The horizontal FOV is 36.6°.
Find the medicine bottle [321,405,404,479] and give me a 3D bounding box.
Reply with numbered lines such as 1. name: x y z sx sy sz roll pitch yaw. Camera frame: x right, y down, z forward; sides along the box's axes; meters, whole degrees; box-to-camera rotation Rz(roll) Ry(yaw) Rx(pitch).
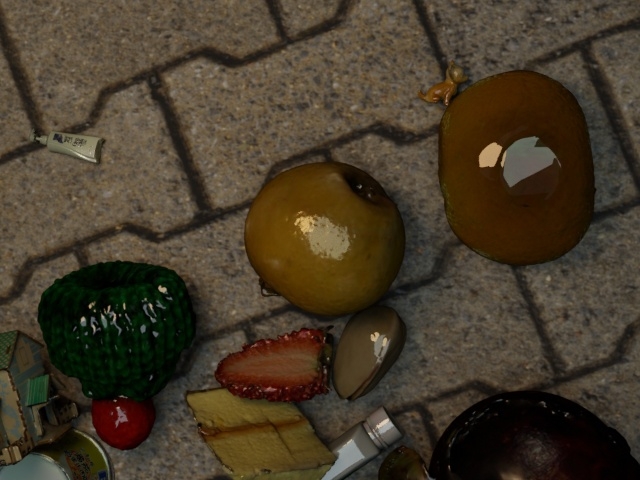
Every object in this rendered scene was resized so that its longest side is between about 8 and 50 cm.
1. medicine bottle: 0.055 0.368 1.699 0.183 0.119 0.069 -37 82 4

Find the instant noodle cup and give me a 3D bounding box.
1. instant noodle cup: -0.494 0.449 1.745 0.205 0.153 0.205 0 91 7

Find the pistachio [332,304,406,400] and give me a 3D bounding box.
1. pistachio: 0.084 0.198 1.700 0.108 0.126 0.185 24 102 -24

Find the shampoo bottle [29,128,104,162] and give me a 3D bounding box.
1. shampoo bottle: -0.476 -0.180 1.808 0.141 0.034 0.049 11 96 8

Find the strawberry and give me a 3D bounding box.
1. strawberry: -0.073 0.229 1.720 0.208 0.167 0.087 -2 129 11

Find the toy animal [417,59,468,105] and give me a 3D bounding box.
1. toy animal: 0.219 -0.282 1.720 0.081 0.060 0.083 15 100 5

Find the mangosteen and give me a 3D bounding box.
1. mangosteen: 0.314 0.436 1.558 0.421 0.381 0.381 -23 87 18

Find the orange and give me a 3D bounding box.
1. orange: 0.331 -0.118 1.653 0.262 0.196 0.335 -1 103 19

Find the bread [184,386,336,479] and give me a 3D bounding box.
1. bread: -0.114 0.319 1.642 0.135 0.178 0.240 -47 44 4

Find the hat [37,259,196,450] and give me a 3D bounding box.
1. hat: -0.343 0.210 1.718 0.274 0.242 0.332 11 117 41

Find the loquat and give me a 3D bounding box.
1. loquat: 0.000 0.000 1.634 0.275 0.275 0.275 0 89 6

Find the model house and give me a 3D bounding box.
1. model house: -0.544 0.261 1.688 0.178 0.271 0.206 -14 96 16
